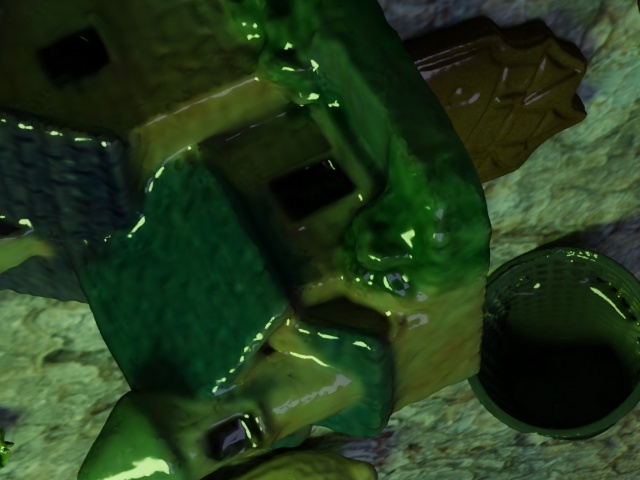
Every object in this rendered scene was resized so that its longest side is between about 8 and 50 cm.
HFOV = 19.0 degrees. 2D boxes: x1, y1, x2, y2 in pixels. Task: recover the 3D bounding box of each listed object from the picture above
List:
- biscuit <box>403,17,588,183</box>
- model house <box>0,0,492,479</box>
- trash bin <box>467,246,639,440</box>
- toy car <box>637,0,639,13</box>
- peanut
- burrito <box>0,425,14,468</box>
[{"bbox_3d":[0.124,-0.096,1.468,0.215,0.034,0.182,-4,142,-34],"label":"biscuit"},{"bbox_3d":[-0.084,-0.017,1.161,0.280,0.312,0.245,-23,151,-13],"label":"model house"},{"bbox_3d":[0.221,0.111,1.739,0.175,0.175,0.161,-28,160,0],"label":"trash bin"},{"bbox_3d":[0.360,-0.159,1.454,0.200,0.142,0.248,-30,150,1],"label":"toy car"},{"bbox_3d":[-0.064,0.266,1.776,0.257,0.123,0.123,-16,147,-26],"label":"peanut"},{"bbox_3d":[-0.382,0.209,1.506,0.288,0.054,0.104,-26,147,-1],"label":"burrito"}]
